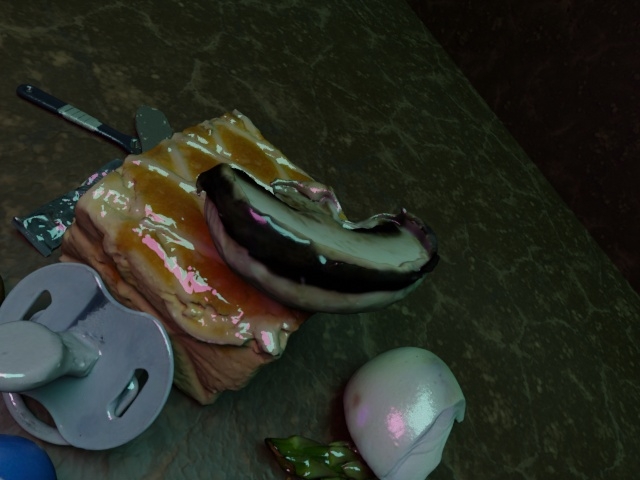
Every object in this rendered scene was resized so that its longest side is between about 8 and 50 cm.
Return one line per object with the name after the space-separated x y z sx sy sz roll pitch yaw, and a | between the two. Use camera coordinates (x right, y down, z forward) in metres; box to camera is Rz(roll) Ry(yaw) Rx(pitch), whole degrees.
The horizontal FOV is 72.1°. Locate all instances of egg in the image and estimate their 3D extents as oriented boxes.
0.166 0.288 0.815 0.206 0.162 0.271 43 21 19 | egg

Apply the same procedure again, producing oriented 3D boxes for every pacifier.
-0.338 0.157 0.556 0.279 0.207 0.227 34 83 10 | pacifier

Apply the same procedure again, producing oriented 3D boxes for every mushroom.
0.000 0.002 0.612 0.344 0.130 0.247 8 30 -36 | mushroom

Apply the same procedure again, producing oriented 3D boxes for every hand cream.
-0.435 -0.080 0.811 0.075 0.052 0.248 36 45 -4 | hand cream

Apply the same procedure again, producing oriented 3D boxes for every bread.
-0.175 0.017 0.759 0.390 0.279 0.371 44 43 3 | bread

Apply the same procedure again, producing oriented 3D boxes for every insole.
-0.366 -0.220 0.971 0.081 0.011 0.248 11 44 -35 | insole

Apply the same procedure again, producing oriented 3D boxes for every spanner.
-0.477 -0.245 0.934 0.315 0.024 0.087 28 45 -12 | spanner

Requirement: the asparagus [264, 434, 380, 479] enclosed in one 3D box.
0.039 0.388 0.764 0.287 0.080 0.080 12 52 -21 | asparagus

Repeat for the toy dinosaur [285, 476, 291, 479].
-0.027 0.439 0.713 0.041 0.026 0.113 -7 53 -30 | toy dinosaur

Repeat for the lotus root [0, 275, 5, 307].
-0.525 0.076 0.621 0.112 0.081 0.122 31 45 -1 | lotus root

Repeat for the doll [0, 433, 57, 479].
-0.426 0.290 0.464 0.256 0.161 0.215 3 84 -19 | doll
